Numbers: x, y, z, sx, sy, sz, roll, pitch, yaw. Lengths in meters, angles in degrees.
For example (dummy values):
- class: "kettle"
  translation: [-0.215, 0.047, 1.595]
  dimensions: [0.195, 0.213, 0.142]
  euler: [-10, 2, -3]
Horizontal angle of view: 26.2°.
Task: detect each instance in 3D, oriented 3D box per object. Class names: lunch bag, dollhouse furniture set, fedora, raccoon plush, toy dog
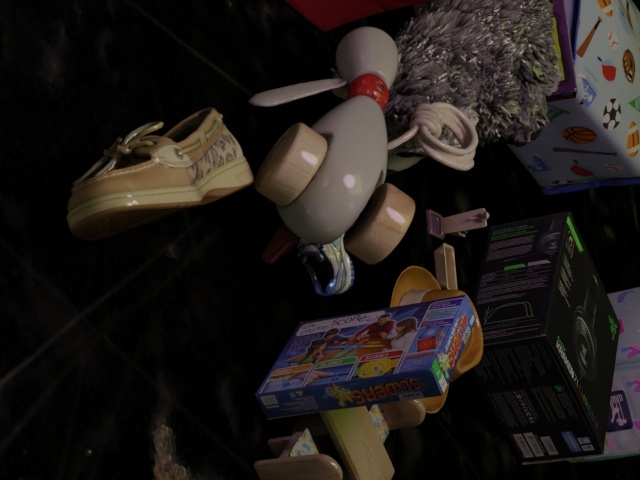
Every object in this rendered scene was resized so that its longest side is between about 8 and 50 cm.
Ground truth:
- class: "lunch bag"
  translation: [0.380, -0.315, 2.153]
  dimensions: [0.328, 0.239, 0.385]
  euler: [40, 54, -48]
- class: "lunch bag"
  translation: [0.480, 0.215, 2.138]
  dimensions: [0.160, 0.223, 0.262]
  euler: [41, 47, -40]
- class: "dollhouse furniture set"
  translation: [0.077, 0.251, 1.457]
  dimensions: [0.242, 0.161, 0.212]
  euler: [66, 31, -21]
- class: "fedora"
  translation: [0.153, 0.121, 1.731]
  dimensions: [0.194, 0.079, 0.194]
  euler: [29, 55, -54]
- class: "dollhouse furniture set"
  translation: [0.203, 0.014, 1.859]
  dimensions: [0.091, 0.081, 0.114]
  euler: [21, 61, -57]
- class: "raccoon plush"
  translation: [0.163, -0.295, 1.715]
  dimensions: [0.299, 0.216, 0.446]
  euler: [1, 99, -61]
- class: "toy dog"
  translation: [0.012, -0.086, 1.475]
  dimensions: [0.220, 0.161, 0.334]
  euler: [49, 34, -1]

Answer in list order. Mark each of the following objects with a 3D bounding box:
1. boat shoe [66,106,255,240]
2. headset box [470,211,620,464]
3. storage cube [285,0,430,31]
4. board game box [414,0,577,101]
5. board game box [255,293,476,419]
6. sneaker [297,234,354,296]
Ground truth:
- class: "boat shoe"
  translation: [-0.151, -0.064, 1.241]
  dimensions: [0.285, 0.105, 0.089]
  euler: [-28, 100, -71]
- class: "headset box"
  translation: [0.326, 0.133, 1.987]
  dimensions: [0.246, 0.131, 0.283]
  euler: [60, 32, -30]
- class: "storage cube"
  translation: [0.032, -0.383, 1.594]
  dimensions: [0.193, 0.184, 0.215]
  euler: [30, 54, -55]
- class: "board game box"
  translation: [0.231, -0.353, 1.919]
  dimensions: [0.056, 0.208, 0.346]
  euler: [54, 29, -81]
- class: "board game box"
  translation: [0.047, 0.119, 1.412]
  dimensions: [0.035, 0.201, 0.136]
  euler: [66, 31, -22]
- class: "sneaker"
  translation: [0.000, 0.000, 1.531]
  dimensions: [0.058, 0.052, 0.135]
  euler: [-30, 106, -56]
